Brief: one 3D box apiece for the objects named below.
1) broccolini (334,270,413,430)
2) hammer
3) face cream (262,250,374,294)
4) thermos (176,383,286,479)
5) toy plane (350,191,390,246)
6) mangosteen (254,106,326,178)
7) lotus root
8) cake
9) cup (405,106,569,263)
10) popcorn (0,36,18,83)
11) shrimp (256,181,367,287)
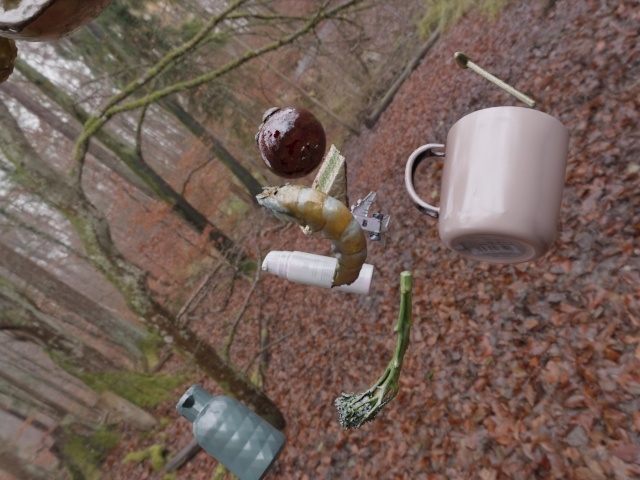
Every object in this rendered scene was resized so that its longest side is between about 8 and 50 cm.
[{"bbox_3d":[0.068,0.122,0.467,0.054,0.052,0.194,-99,29,-73],"label":"broccolini"},{"bbox_3d":[0.357,-0.332,0.918,0.060,0.195,0.028,-9,-44,-58],"label":"hammer"},{"bbox_3d":[-0.008,0.096,1.418,0.102,0.345,0.102,11,-90,-80],"label":"face cream"},{"bbox_3d":[-0.235,0.484,1.156,0.145,0.286,0.182,-53,-10,-13],"label":"thermos"},{"bbox_3d":[0.143,-0.057,1.545,0.101,0.255,0.251,3,82,57],"label":"toy plane"},{"bbox_3d":[-0.103,-0.305,1.355,0.257,0.215,0.215,40,98,40],"label":"mangosteen"},{"bbox_3d":[-0.534,-0.506,0.799,0.316,0.316,0.250,-56,13,5],"label":"lotus root"},{"bbox_3d":[0.038,-0.103,1.057,0.221,0.116,0.086,-63,36,25],"label":"cake"},{"bbox_3d":[0.263,-0.083,0.744,0.191,0.252,0.201,55,-133,-65],"label":"cup"},{"bbox_3d":[-1.002,-0.566,1.310,0.266,0.192,0.233,-175,106,-79],"label":"popcorn"},{"bbox_3d":[0.012,-0.014,0.920,0.185,0.287,0.068,-10,39,47],"label":"shrimp"}]
